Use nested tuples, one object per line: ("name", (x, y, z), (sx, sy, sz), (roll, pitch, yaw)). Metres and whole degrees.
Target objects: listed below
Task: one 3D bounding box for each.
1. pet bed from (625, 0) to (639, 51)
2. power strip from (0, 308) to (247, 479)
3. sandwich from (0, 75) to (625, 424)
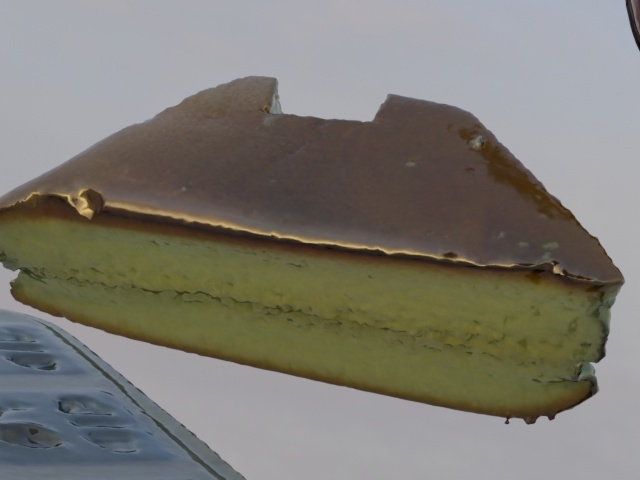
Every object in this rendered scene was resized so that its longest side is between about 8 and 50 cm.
("pet bed", (0.209, -0.106, 0.723), (0.201, 0.201, 0.053), (18, -18, -7))
("power strip", (-0.054, 0.070, 0.424), (0.080, 0.048, 0.286), (5, 12, -29))
("sandwich", (0.000, 0.000, 0.708), (0.244, 0.088, 0.090), (9, -47, 16))
